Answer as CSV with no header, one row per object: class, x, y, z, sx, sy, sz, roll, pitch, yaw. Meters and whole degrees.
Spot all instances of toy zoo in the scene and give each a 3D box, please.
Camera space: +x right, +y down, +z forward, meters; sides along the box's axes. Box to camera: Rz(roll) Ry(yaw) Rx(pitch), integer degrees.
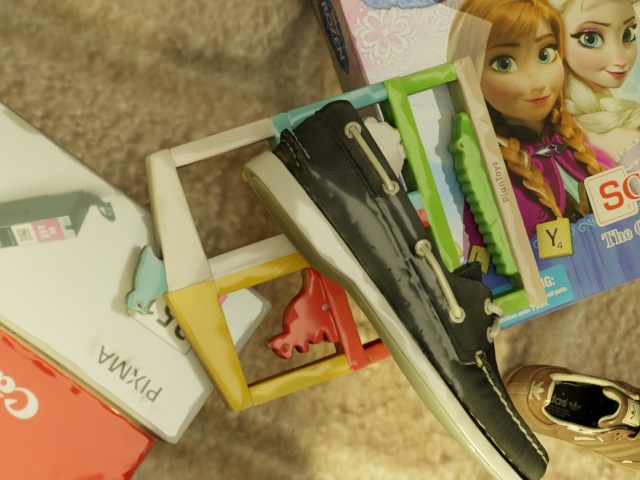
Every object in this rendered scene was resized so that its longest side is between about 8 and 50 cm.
toy zoo,0.000,0.000,1.360,0.293,0.030,0.192,-19,93,-14

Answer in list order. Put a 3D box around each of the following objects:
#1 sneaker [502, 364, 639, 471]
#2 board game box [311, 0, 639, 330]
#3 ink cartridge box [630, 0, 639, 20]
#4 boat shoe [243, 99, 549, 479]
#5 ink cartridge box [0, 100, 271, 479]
sneaker,0.232,0.141,1.464,0.188,0.071,0.066,13,83,-15
board game box,0.182,-0.117,1.465,0.319,0.066,0.318,-20,93,-17
ink cartridge box,0.287,-0.228,1.378,0.100,0.172,0.237,-30,96,-16
boat shoe,0.073,0.041,1.303,0.091,0.114,0.302,-38,99,-7
ink cartridge box,-0.212,0.062,1.343,0.275,0.060,0.239,37,76,-12
